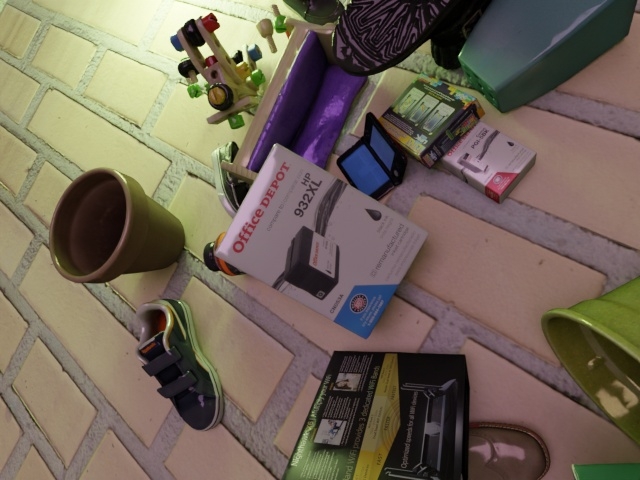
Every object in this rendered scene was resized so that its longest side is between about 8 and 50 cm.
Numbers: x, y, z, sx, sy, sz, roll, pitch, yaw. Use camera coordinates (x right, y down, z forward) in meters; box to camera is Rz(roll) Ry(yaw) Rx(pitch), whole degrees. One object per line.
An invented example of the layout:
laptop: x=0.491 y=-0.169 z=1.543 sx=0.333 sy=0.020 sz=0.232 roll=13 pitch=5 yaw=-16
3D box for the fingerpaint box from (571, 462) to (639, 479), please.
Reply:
fingerpaint box: x=0.481 y=0.397 z=0.360 sx=0.371 sy=0.163 sz=0.445 roll=-16 pitch=113 yaw=22

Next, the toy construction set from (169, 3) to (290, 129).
toy construction set: x=-0.175 y=-0.389 z=0.971 sx=0.308 sy=0.257 sz=0.237 roll=-22 pitch=88 yaw=-5

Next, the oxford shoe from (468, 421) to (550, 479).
oxford shoe: x=0.186 y=0.383 z=0.645 sx=0.348 sy=0.130 sz=0.123 roll=-25 pitch=69 yaw=18

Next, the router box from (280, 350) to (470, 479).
router box: x=0.097 y=0.307 z=0.621 sx=0.242 sy=0.309 sz=0.081 roll=-4 pitch=118 yaw=24

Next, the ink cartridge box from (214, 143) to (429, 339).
ink cartridge box: x=0.000 y=0.000 z=0.743 sx=0.307 sy=0.129 sz=0.223 roll=30 pitch=93 yaw=-4

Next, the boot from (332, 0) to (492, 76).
boot: x=0.196 y=-0.390 z=0.743 sx=0.348 sy=0.260 sz=0.131 roll=-37 pitch=77 yaw=10

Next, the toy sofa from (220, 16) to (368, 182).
toy sofa: x=-0.046 y=-0.266 z=0.874 sx=0.177 sy=0.150 sz=0.363 roll=24 pitch=89 yaw=19

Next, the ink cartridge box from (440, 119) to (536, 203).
ink cartridge box: x=0.308 y=-0.149 z=0.750 sx=0.135 sy=0.056 sz=0.099 roll=42 pitch=97 yaw=26

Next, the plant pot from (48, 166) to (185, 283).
plant pot: x=-0.464 y=-0.015 z=0.979 sx=0.263 sy=0.229 sz=0.263 roll=-6 pitch=76 yaw=23

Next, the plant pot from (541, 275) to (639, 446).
plant pot: x=0.488 y=0.127 z=0.511 sx=0.254 sy=0.276 sz=0.276 roll=-37 pitch=65 yaw=1

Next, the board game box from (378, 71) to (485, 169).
board game box: x=0.206 y=-0.237 z=0.790 sx=0.141 sy=0.048 sz=0.170 roll=-46 pitch=43 yaw=12

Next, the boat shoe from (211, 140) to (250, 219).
boat shoe: x=-0.207 y=-0.146 z=0.975 sx=0.070 sy=0.078 sz=0.219 roll=-27 pitch=67 yaw=18

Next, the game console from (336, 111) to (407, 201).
game console: x=0.100 y=-0.167 z=0.837 sx=0.085 sy=0.124 sz=0.144 roll=-27 pitch=67 yaw=-11

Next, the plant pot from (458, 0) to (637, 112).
plant pot: x=0.378 y=-0.359 z=0.714 sx=0.234 sy=0.165 sz=0.165 roll=-42 pitch=65 yaw=20

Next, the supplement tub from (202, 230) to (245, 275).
supplement tub: x=-0.162 y=0.022 z=0.902 sx=0.197 sy=0.106 sz=0.106 roll=-11 pitch=74 yaw=23

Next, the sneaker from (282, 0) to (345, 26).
sneaker: x=-0.042 y=-0.599 z=0.977 sx=0.222 sy=0.118 sz=0.083 roll=39 pitch=96 yaw=27

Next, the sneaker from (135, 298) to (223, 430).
sneaker: x=-0.333 y=0.280 z=0.913 sx=0.126 sy=0.127 sz=0.321 roll=-35 pitch=68 yaw=12
